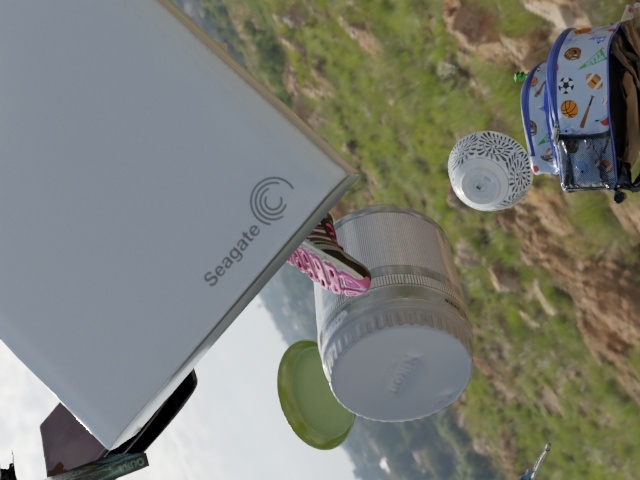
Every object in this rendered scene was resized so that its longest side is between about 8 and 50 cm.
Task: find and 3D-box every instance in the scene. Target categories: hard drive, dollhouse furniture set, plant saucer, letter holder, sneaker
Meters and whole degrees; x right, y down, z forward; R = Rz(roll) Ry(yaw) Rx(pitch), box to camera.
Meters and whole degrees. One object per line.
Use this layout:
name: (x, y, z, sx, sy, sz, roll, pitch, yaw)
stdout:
hard drive: (-0.182, -0.072, 0.513, 0.353, 0.233, 0.047, 43, -167, 7)
dollhouse furniture set: (0.590, -0.404, 1.540, 0.114, 0.081, 0.091, 14, -171, -43)
plant saucer: (-0.002, 0.330, 1.738, 0.241, 0.037, 0.241, 8, 101, 46)
letter holder: (-0.380, 0.350, 1.543, 0.152, 0.302, 0.214, 31, -164, -38)
sneaker: (0.000, 0.000, 0.922, 0.170, 0.075, 0.063, 30, 152, 34)
sneaker: (-0.591, 0.492, 1.527, 0.089, 0.051, 0.170, 44, 133, 51)

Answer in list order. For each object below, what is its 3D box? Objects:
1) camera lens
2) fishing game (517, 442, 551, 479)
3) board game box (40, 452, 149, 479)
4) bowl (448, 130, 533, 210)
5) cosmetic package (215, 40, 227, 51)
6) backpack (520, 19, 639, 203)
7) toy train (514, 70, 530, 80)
camera lens: (0.101, 0.097, 1.187, 0.274, 0.219, 0.219, -95, -16, -51)
fishing game: (0.302, 0.456, 1.298, 0.041, 0.264, 0.189, 30, 130, 25)
board game box: (-0.391, 0.389, 1.314, 0.126, 0.186, 0.026, -19, 85, 49)
bowl: (0.318, -0.118, 1.553, 0.170, 0.170, 0.080, 63, -145, -17)
cosmetic package: (-0.306, -0.244, 1.444, 0.385, 0.156, 0.217, -54, -25, -64)
backpack: (0.468, -0.239, 1.394, 0.276, 0.213, 0.264, -53, -40, -49)
toy train: (0.498, -0.387, 1.904, 0.017, 0.083, 0.024, -105, 20, -44)
